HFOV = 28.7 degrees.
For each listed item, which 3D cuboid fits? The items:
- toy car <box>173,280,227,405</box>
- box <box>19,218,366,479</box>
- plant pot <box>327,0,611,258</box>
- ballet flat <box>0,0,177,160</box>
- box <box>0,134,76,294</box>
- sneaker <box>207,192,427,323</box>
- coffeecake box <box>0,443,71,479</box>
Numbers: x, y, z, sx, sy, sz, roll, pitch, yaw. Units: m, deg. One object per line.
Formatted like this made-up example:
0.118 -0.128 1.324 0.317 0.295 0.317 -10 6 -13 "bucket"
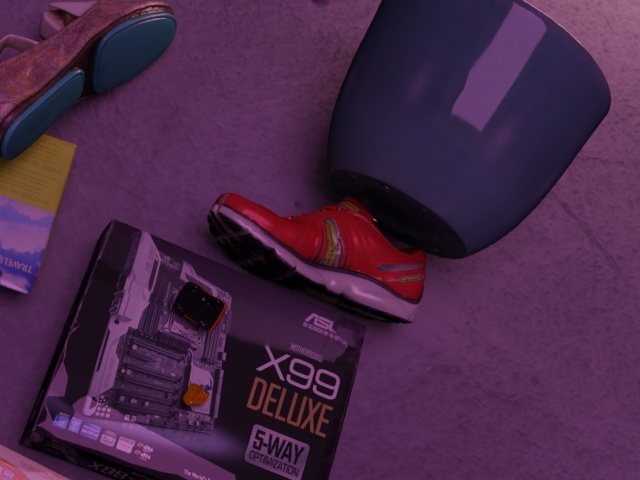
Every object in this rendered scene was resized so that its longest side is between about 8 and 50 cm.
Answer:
-0.127 0.106 1.271 0.040 0.060 0.122 32 71 -61 "toy car"
-0.124 0.149 1.311 0.307 0.076 0.242 24 63 -15 "box"
0.143 -0.123 1.426 0.293 0.293 0.235 35 77 -10 "plant pot"
-0.277 -0.199 1.338 0.106 0.107 0.316 34 42 11 "ballet flat"
-0.330 -0.034 1.302 0.109 0.042 0.178 19 65 -17 "box"
0.000 0.000 1.403 0.279 0.107 0.118 26 75 -26 "sneaker"
-0.342 0.279 1.167 0.142 0.068 0.185 30 62 -13 "coffeecake box"
